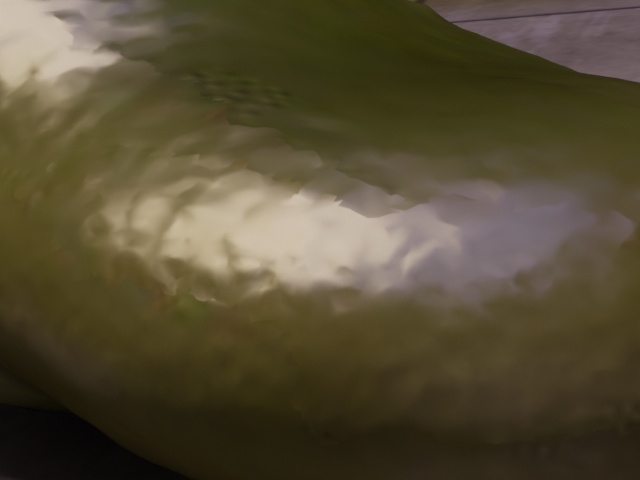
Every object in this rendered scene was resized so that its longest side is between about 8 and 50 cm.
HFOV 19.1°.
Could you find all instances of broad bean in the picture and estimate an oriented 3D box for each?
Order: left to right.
[{"bbox_3d":[0.000,0.000,0.432,0.263,0.121,0.189,24,26,37],"label":"broad bean"}]
